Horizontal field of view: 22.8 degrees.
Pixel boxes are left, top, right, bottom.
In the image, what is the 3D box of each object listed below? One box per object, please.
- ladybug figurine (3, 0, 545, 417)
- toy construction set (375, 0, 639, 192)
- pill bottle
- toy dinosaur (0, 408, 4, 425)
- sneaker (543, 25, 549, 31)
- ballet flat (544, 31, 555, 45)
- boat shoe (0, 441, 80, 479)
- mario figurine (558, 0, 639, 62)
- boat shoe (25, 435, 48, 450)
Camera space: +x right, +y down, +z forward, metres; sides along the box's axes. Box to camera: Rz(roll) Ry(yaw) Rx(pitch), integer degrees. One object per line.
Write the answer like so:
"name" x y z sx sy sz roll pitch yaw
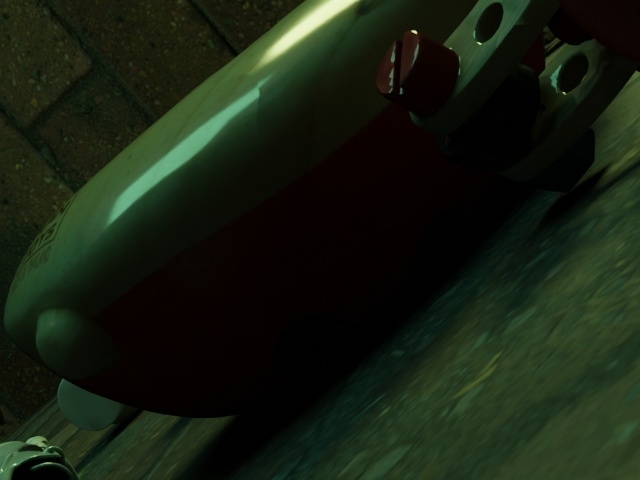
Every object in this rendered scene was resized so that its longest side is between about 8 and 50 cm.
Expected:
"ladybug figurine" -0.004 -0.038 0.957 0.449 0.162 0.305 -44 5 -39
"toy construction set" 0.121 -0.199 0.718 0.237 0.309 0.257 -28 21 53
"pill bottle" -0.204 0.131 1.584 0.086 0.086 0.152 -40 4 21
"toy dinosaur" -0.355 0.270 1.340 0.296 0.127 0.200 -53 -10 28
"sneaker" 0.246 -0.231 1.367 0.235 0.090 0.095 -170 100 -76
"ballet flat" 0.213 -0.216 1.579 0.077 0.091 0.241 -5 -16 -38
"boat shoe" -0.201 0.186 1.091 0.081 0.079 0.227 -34 11 7
"mario figurine" 0.168 -0.074 0.320 0.198 0.170 0.320 -4 2 -20
"boat shoe" -0.345 0.262 1.927 0.035 0.035 0.100 -12 7 14
